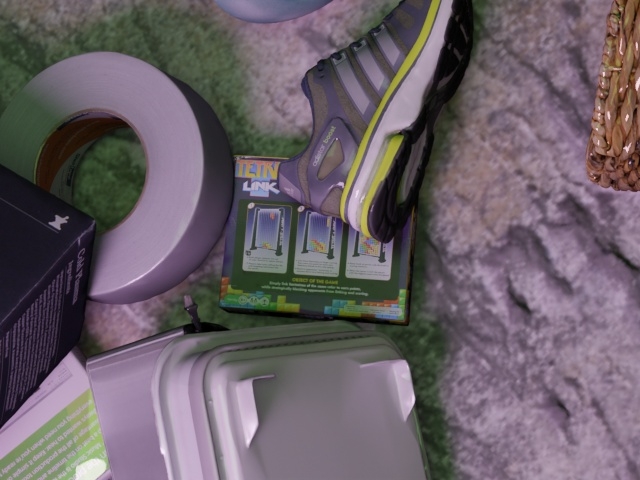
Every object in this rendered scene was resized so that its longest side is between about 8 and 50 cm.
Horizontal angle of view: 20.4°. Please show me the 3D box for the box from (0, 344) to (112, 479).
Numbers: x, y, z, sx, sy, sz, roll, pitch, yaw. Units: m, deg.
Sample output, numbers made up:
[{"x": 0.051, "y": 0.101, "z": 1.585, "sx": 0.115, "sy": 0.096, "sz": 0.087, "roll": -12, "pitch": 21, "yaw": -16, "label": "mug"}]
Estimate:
[{"x": -0.339, "y": 0.134, "z": 1.619, "sx": 0.232, "sy": 0.058, "sz": 0.322, "roll": -38, "pitch": 78, "yaw": 2, "label": "box"}]

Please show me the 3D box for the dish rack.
[{"x": 0.008, "y": 0.227, "z": 1.451, "sx": 0.072, "sy": 0.285, "sz": 0.333, "roll": -17, "pitch": 80, "yaw": 40, "label": "dish rack"}]

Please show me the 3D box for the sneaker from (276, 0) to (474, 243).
[{"x": 0.052, "y": -0.148, "z": 1.553, "sx": 0.121, "sy": 0.111, "sz": 0.300, "roll": 15, "pitch": 65, "yaw": 17, "label": "sneaker"}]

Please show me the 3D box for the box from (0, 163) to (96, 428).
[{"x": -0.413, "y": 0.050, "z": 1.450, "sx": 0.343, "sy": 0.179, "sz": 0.312, "roll": 30, "pitch": 52, "yaw": 11, "label": "box"}]

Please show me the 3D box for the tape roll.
[{"x": -0.190, "y": -0.054, "z": 1.591, "sx": 0.219, "sy": 0.072, "sz": 0.219, "roll": -4, "pitch": 79, "yaw": 20, "label": "tape roll"}]

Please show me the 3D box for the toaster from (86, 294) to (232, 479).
[{"x": -0.113, "y": 0.154, "z": 1.526, "sx": 0.110, "sy": 0.168, "sz": 0.186, "roll": -17, "pitch": 82, "yaw": 10, "label": "toaster"}]

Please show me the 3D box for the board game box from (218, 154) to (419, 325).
[{"x": 0.000, "y": 0.000, "z": 1.593, "sx": 0.170, "sy": 0.048, "sz": 0.141, "roll": 5, "pitch": 81, "yaw": 9, "label": "board game box"}]

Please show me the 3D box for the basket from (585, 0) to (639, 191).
[{"x": 0.351, "y": -0.183, "z": 1.484, "sx": 0.223, "sy": 0.213, "sz": 0.299, "roll": 10, "pitch": 85, "yaw": 10, "label": "basket"}]

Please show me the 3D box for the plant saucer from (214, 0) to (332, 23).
[{"x": -0.011, "y": -0.262, "z": 1.555, "sx": 0.195, "sy": 0.195, "sz": 0.037, "roll": -39, "pitch": 54, "yaw": 1, "label": "plant saucer"}]
